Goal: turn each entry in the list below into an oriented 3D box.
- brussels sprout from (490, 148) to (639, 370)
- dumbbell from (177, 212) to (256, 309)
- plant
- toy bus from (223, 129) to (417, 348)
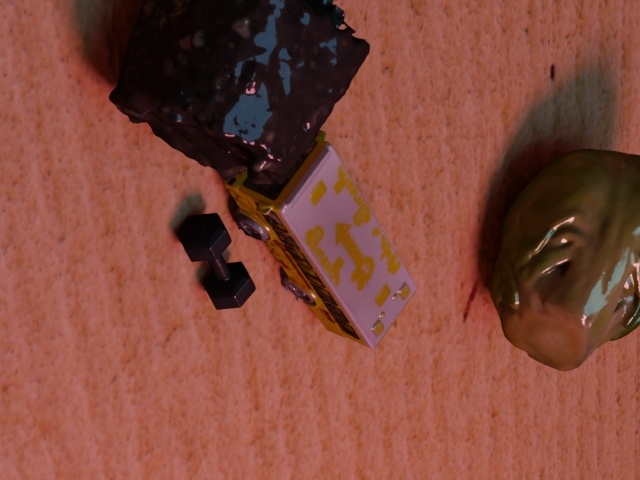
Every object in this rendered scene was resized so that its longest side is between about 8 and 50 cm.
[{"bbox_3d":[0.252,0.013,1.700,0.223,0.161,0.223,-44,162,-18],"label":"brussels sprout"},{"bbox_3d":[-0.079,0.016,1.374,0.083,0.040,0.036,66,25,-46],"label":"dumbbell"},{"bbox_3d":[-0.023,-0.177,1.236,0.275,0.149,0.146,-59,145,-13],"label":"plant"},{"bbox_3d":[0.000,0.000,1.432,0.081,0.074,0.226,-52,143,-17],"label":"toy bus"}]
